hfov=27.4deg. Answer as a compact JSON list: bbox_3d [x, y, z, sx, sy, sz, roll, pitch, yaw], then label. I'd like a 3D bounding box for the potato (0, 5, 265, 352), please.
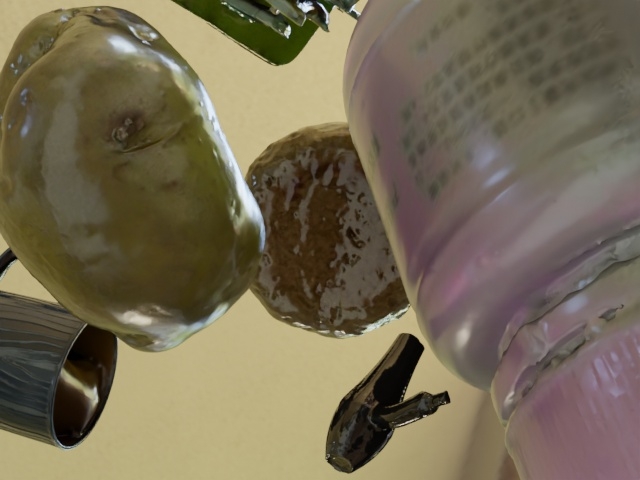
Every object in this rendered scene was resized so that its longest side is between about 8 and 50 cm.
[{"bbox_3d":[-0.112,-0.032,0.745,0.137,0.154,0.200,-18,-65,5],"label":"potato"}]

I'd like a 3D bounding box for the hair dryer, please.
[{"bbox_3d":[0.042,0.071,0.612,0.031,0.083,0.079,44,-123,-16],"label":"hair dryer"}]

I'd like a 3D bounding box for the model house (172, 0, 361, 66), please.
[{"bbox_3d":[-0.012,-0.230,1.025,0.358,0.313,0.242,30,-75,-41],"label":"model house"}]

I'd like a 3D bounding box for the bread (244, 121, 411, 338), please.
[{"bbox_3d":[0.019,-0.017,1.337,0.123,0.230,0.230,-85,-4,-71],"label":"bread"}]

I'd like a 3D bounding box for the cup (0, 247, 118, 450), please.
[{"bbox_3d":[-0.249,0.089,1.095,0.150,0.138,0.113,-63,-20,-44],"label":"cup"}]

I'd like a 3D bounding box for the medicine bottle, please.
[{"bbox_3d":[0.169,-0.002,0.663,0.256,0.325,0.256,-14,-31,-9],"label":"medicine bottle"}]
